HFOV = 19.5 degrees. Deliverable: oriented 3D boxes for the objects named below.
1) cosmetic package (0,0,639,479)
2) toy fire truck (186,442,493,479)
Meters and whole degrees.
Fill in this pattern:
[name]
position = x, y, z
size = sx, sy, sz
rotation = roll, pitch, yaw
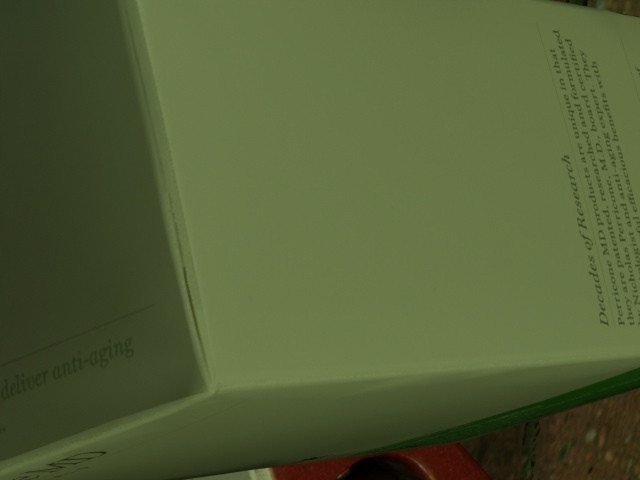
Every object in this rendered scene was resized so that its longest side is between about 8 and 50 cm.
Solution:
[cosmetic package]
position = 0.000, 0.000, 0.718
size = 0.365, 0.197, 0.155
rotation = -2, 74, -49
[toy fire truck]
position = -0.018, 0.182, 0.879
size = 0.302, 0.169, 0.254
rotation = -31, 113, -37
